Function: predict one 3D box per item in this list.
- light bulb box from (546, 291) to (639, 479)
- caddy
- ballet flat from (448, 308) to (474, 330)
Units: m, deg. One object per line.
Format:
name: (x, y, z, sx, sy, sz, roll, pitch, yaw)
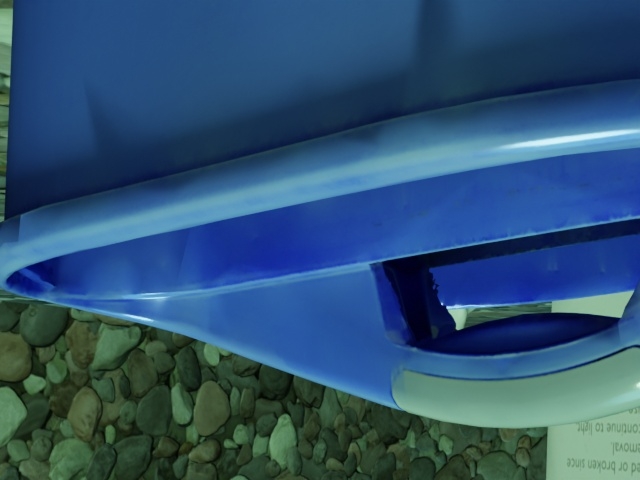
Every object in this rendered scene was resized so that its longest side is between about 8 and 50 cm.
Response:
light bulb box: (0.308, 0.088, 0.727, 0.358, 0.361, 0.225, 5, 173, -24)
caddy: (0.055, -0.037, 0.450, 0.341, 0.179, 0.241, -11, 169, 43)
ballet flat: (0.000, 0.000, 0.822, 0.139, 0.139, 0.400, 7, -179, -33)
